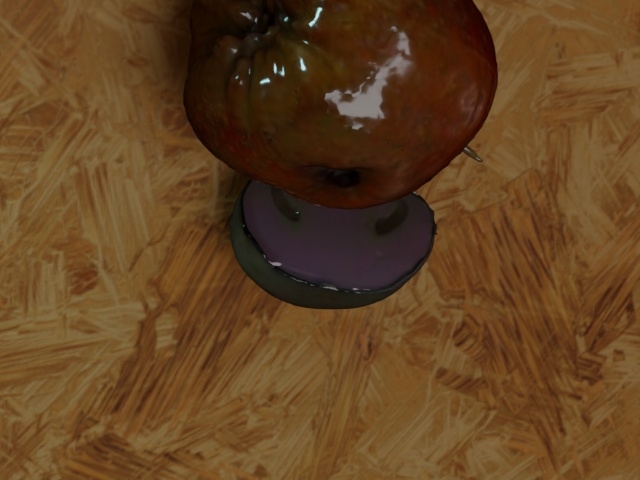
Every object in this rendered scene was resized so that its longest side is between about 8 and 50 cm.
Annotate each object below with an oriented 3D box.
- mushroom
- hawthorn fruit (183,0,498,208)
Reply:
[{"bbox_3d":[0.000,0.000,1.724,0.188,0.141,0.117,11,144,-23],"label":"mushroom"},{"bbox_3d":[0.016,-0.148,1.577,0.262,0.258,0.258,-21,134,-63],"label":"hawthorn fruit"}]
